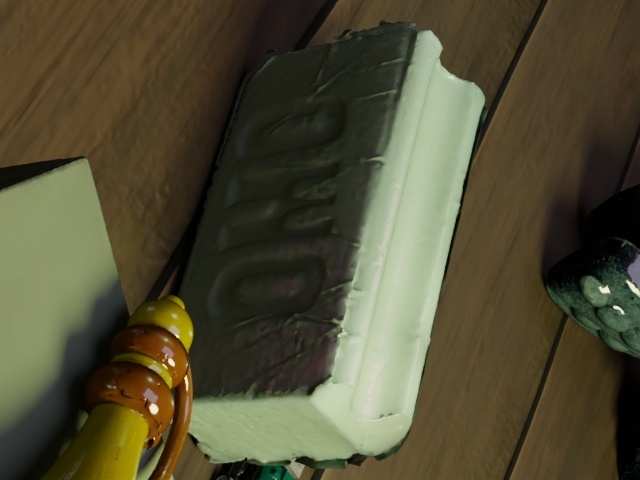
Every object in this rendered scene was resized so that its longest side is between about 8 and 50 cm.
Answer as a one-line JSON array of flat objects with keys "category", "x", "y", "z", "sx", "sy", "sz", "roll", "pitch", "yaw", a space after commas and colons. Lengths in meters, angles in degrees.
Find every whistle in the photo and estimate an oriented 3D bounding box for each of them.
[{"category": "whistle", "x": -0.064, "y": 0.070, "z": 0.588, "sx": 0.057, "sy": 0.046, "sz": 0.109, "roll": 49, "pitch": 40, "yaw": -20}]

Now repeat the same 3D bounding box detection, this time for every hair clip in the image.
[{"category": "hair clip", "x": 0.335, "y": 0.100, "z": 1.383, "sx": 0.194, "sy": 0.206, "sz": 0.310, "roll": -49, "pitch": 126, "yaw": -41}]

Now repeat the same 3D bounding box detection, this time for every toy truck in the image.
[{"category": "toy truck", "x": -0.037, "y": 0.152, "z": 0.999, "sx": 0.039, "sy": 0.044, "sz": 0.083, "roll": 57, "pitch": 44, "yaw": -37}]

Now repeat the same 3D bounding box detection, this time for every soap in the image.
[{"category": "soap", "x": 0.000, "y": 0.000, "z": 0.979, "sx": 0.094, "sy": 0.150, "sz": 0.261, "roll": 45, "pitch": 50, "yaw": -46}]

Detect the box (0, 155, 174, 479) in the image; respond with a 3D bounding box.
[{"category": "box", "x": -0.184, "y": 0.099, "z": 0.645, "sx": 0.117, "sy": 0.225, "sz": 0.225, "roll": -29, "pitch": 109, "yaw": -53}]
